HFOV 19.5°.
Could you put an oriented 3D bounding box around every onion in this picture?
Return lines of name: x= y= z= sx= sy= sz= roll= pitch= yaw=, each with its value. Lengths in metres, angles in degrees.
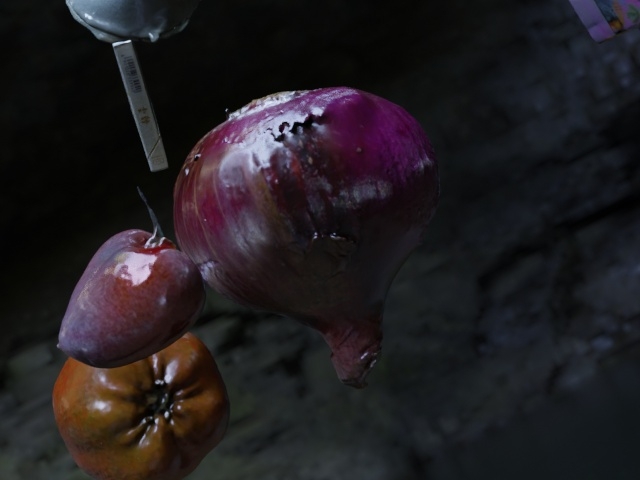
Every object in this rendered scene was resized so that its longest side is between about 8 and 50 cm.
onion: x=0.000 y=0.000 z=2.337 sx=0.348 sy=0.385 sz=0.348 roll=-18 pitch=2 yaw=1

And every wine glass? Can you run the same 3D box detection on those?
wine glass: x=-0.178 y=-0.307 z=1.739 sx=0.156 sy=0.156 sz=0.232 roll=-27 pitch=-22 yaw=-16

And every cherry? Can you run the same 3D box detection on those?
cherry: x=-0.146 y=0.044 z=1.468 sx=0.126 sy=0.087 sz=0.106 roll=-45 pitch=34 yaw=21

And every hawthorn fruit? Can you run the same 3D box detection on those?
hawthorn fruit: x=-0.185 y=0.170 z=1.872 sx=0.189 sy=0.189 sz=0.189 roll=-27 pitch=-1 yaw=-1

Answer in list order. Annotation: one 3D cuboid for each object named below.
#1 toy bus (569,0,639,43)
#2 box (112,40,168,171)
toy bus: x=0.326 y=-0.279 z=1.684 sx=0.112 sy=0.090 sz=0.274 roll=-22 pitch=16 yaw=47
box: x=-0.199 y=-0.165 z=2.007 sx=0.024 sy=0.167 sz=0.090 roll=-16 pitch=38 yaw=-3
